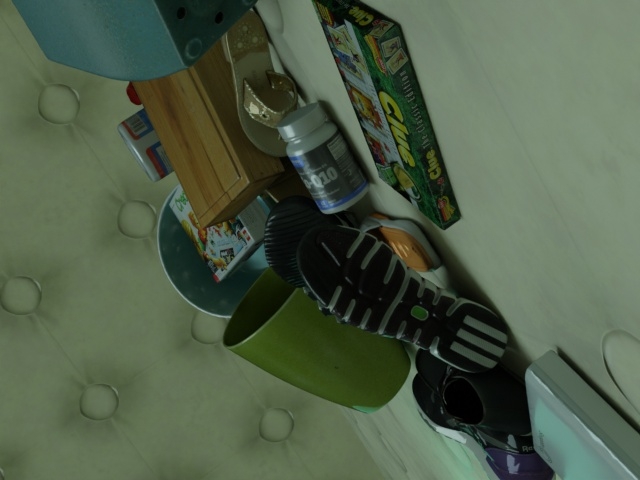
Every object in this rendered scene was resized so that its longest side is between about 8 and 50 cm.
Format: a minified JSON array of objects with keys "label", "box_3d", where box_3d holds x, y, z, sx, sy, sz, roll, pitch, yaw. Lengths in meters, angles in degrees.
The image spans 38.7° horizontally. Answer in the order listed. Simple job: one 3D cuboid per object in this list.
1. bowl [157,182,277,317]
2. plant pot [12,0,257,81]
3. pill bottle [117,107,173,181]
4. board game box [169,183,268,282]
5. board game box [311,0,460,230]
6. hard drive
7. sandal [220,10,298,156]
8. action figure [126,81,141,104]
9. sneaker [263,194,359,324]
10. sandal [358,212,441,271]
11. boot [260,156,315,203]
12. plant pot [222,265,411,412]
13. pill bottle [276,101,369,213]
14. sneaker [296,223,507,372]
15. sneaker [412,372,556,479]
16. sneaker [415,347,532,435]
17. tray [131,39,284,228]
[{"label":"bowl","box_3d":[-0.176,-0.003,1.946,0.311,0.311,0.163,54,-153,7]},{"label":"plant pot","box_3d":[-0.223,-0.341,1.110,0.252,0.247,0.248,30,158,31]},{"label":"pill bottle","box_3d":[-0.241,-0.213,1.640,0.124,0.221,0.124,54,170,14]},{"label":"board game box","box_3d":[-0.193,-0.046,1.730,0.193,0.053,0.305,58,155,5]},{"label":"board game box","box_3d":[0.072,-0.136,0.964,0.136,0.030,0.260,42,163,47]},{"label":"hard drive","box_3d":[0.356,0.297,0.964,0.353,0.047,0.233,49,168,36]},{"label":"sandal","box_3d":[-0.071,-0.202,1.267,0.079,0.088,0.240,42,157,51]},{"label":"action figure","box_3d":[-0.300,-0.353,1.687,0.139,0.091,0.280,61,-160,-57]},{"label":"sneaker","box_3d":[0.000,0.000,1.403,0.330,0.122,0.146,56,-154,-55]},{"label":"sandal","box_3d":[0.085,0.019,1.263,0.102,0.076,0.265,57,170,-4]},{"label":"boot","box_3d":[-0.076,-0.116,1.543,0.262,0.095,0.203,50,170,22]},{"label":"plant pot","box_3d":[0.020,0.177,1.684,0.293,0.275,0.275,41,174,-14]},{"label":"pill bottle","box_3d":[0.002,-0.111,1.226,0.137,0.078,0.078,59,170,-19]},{"label":"sneaker","box_3d":[0.094,0.078,1.163,0.281,0.106,0.162,32,179,1]},{"label":"sneaker","box_3d":[0.228,0.231,1.289,0.283,0.107,0.124,37,145,52]},{"label":"sneaker","box_3d":[0.176,0.176,1.174,0.118,0.083,0.222,14,-174,-37]},{"label":"tray","box_3d":[-0.215,-0.242,1.448,0.203,0.076,0.411,-36,77,55]}]
